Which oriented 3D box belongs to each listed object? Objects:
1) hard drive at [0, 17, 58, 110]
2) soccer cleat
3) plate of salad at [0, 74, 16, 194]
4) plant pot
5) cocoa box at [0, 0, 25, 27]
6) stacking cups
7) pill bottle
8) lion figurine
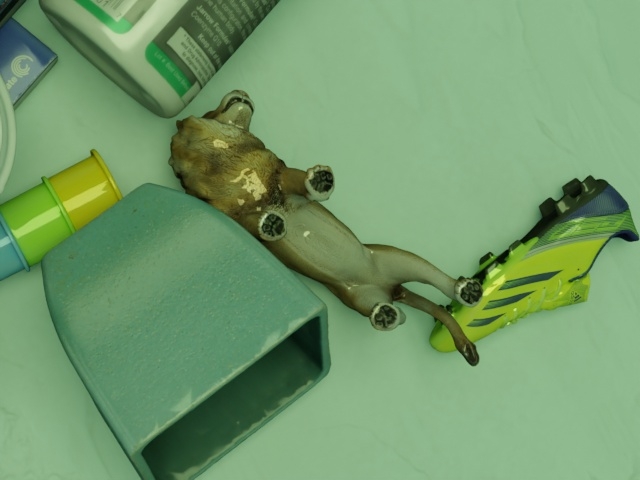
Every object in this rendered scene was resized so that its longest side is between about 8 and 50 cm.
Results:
[{"bbox_3d":[-0.485,-0.229,1.863,0.319,0.040,0.210,40,78,-3],"label":"hard drive"},{"bbox_3d":[0.253,0.046,1.934,0.289,0.093,0.121,-41,98,-11],"label":"soccer cleat"},{"bbox_3d":[-0.380,-0.109,1.622,0.200,0.048,0.199,2,87,-50],"label":"plate of salad"},{"bbox_3d":[-0.164,0.090,1.788,0.247,0.248,0.252,-38,72,-12],"label":"plant pot"},{"bbox_3d":[-0.482,-0.246,1.727,0.231,0.228,0.347,40,78,-3],"label":"cocoa box"},{"bbox_3d":[-0.370,0.005,1.830,0.316,0.096,0.096,-26,88,-11],"label":"stacking cups"},{"bbox_3d":[-0.122,-0.329,1.841,0.204,0.204,0.361,42,84,-3],"label":"pill bottle"},{"bbox_3d":[0.000,0.000,1.858,0.392,0.240,0.142,45,78,-18],"label":"lion figurine"}]
